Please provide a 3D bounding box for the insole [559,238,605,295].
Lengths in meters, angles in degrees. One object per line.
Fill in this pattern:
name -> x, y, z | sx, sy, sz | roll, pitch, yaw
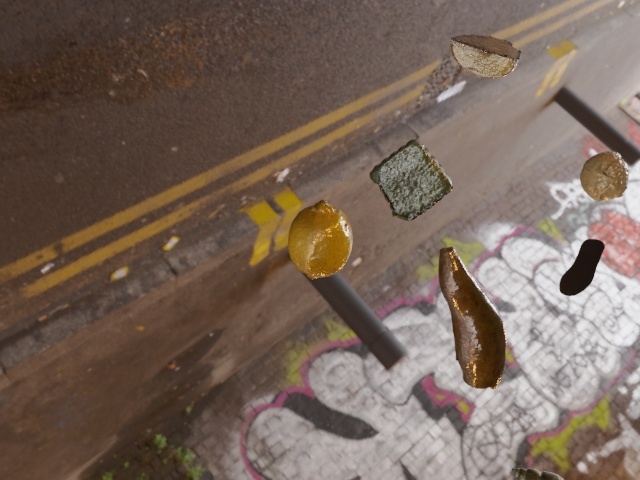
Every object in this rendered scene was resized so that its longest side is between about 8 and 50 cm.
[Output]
insole -> 0.469, 0.051, 1.114 | 0.153, 0.053, 0.002 | 90, 18, -45

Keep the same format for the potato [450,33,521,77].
potato -> 0.405, -0.454, 1.546 | 0.101, 0.172, 0.089 | -61, 165, -45

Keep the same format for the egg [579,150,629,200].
egg -> 0.694, -0.155, 1.506 | 0.118, 0.116, 0.140 | -32, 147, 2

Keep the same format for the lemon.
lemon -> 0.000, 0.000, 1.751 | 0.188, 0.188, 0.257 | -25, 136, -45

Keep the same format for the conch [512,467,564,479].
conch -> 0.675, 0.739, 1.840 | 0.116, 0.106, 0.173 | -14, -170, -23

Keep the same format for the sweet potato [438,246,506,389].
sweet potato -> 0.210, 0.114, 0.836 | 0.077, 0.077, 0.244 | -34, 124, -25

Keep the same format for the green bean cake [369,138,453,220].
green bean cake -> 0.298, -0.194, 2.041 | 0.222, 0.227, 0.125 | -36, -178, 14
